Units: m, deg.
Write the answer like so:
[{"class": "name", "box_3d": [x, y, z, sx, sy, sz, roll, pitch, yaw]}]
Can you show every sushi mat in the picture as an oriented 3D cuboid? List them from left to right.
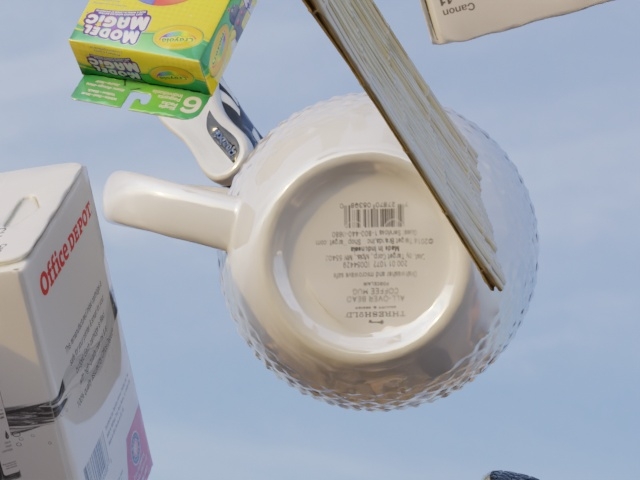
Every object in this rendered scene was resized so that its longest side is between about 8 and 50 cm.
[{"class": "sushi mat", "box_3d": [0.046, -0.107, 1.274, 0.019, 0.151, 0.316, -23, -45, 14]}]

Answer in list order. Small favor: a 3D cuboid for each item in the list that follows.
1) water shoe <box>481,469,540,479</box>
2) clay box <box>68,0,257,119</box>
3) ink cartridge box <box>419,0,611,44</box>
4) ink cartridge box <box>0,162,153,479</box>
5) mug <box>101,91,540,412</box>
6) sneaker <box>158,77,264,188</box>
[{"class": "water shoe", "box_3d": [0.166, 0.257, 1.553, 0.073, 0.080, 0.203, 12, 21, -20]}, {"class": "clay box", "box_3d": [-0.128, -0.209, 1.705, 0.127, 0.222, 0.053, 10, -34, 19]}, {"class": "ink cartridge box", "box_3d": [0.194, -0.272, 1.663, 0.226, 0.131, 0.306, -15, 11, 9]}, {"class": "ink cartridge box", "box_3d": [-0.220, 0.103, 1.464, 0.114, 0.197, 0.273, -5, -67, 9]}, {"class": "mug", "box_3d": [0.000, 0.000, 1.644, 0.374, 0.276, 0.328, 12, 2, 4]}, {"class": "sneaker", "box_3d": [-0.103, -0.110, 2.106, 0.079, 0.217, 0.121, -38, -42, 11]}]
